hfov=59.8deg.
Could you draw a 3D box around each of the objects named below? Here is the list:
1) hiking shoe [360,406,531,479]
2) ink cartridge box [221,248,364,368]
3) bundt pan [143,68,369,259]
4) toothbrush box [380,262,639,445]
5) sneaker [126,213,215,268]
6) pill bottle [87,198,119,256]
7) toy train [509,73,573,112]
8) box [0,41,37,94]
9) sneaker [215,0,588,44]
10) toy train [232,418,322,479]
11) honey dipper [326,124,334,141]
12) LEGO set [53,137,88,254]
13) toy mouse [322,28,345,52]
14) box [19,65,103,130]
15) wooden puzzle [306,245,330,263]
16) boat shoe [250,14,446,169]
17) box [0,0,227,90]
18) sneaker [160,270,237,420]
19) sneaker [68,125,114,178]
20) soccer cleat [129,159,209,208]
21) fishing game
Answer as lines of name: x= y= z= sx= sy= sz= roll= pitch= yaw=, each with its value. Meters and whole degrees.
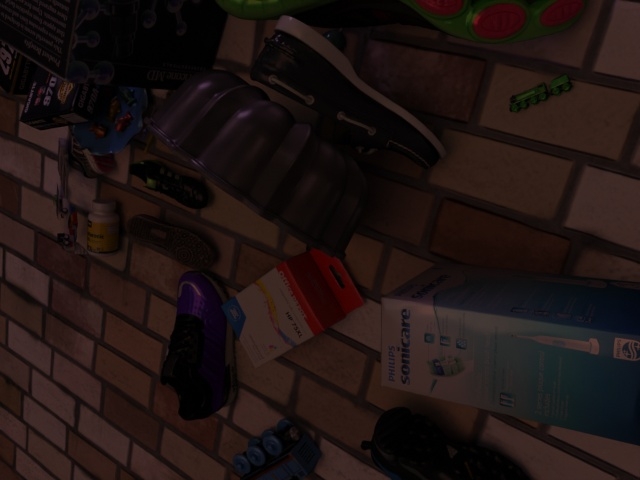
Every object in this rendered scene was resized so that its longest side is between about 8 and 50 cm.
hiking shoe: x=0.213 y=0.375 z=0.868 sx=0.304 sy=0.113 sz=0.132 roll=34 pitch=146 yaw=14
ink cartridge box: x=-0.052 y=0.112 z=0.965 sx=0.231 sy=0.078 sz=0.134 roll=-36 pitch=82 yaw=34
bundt pan: x=-0.067 y=-0.117 z=0.770 sx=0.331 sy=0.331 sz=0.124 roll=37 pitch=96 yaw=20
toothbrush box: x=0.251 y=0.119 z=0.704 sx=0.296 sy=0.216 sz=0.126 roll=6 pitch=103 yaw=29
sneaker: x=-0.284 y=-0.005 z=1.100 sx=0.188 sy=0.071 sz=0.066 roll=27 pitch=100 yaw=5
pill bottle: x=-0.468 y=-0.029 z=1.200 sx=0.065 sy=0.065 sz=0.116 roll=17 pitch=108 yaw=27
toy train: x=0.288 y=-0.193 z=0.732 sx=0.083 sy=0.017 sz=0.023 roll=-19 pitch=81 yaw=33
box: x=-0.681 y=-0.523 z=1.216 sx=0.257 sy=0.079 sz=0.322 roll=41 pitch=118 yaw=16
sneaker: x=0.097 y=-0.361 z=0.718 sx=0.483 sy=0.202 sz=0.185 roll=11 pitch=115 yaw=11
toy train: x=-0.088 y=0.419 z=1.059 sx=0.184 sy=0.080 sz=0.105 roll=-41 pitch=84 yaw=31
honey dipper: x=0.001 y=-0.136 z=0.915 sx=0.030 sy=0.030 sz=0.160 roll=33 pitch=112 yaw=21
LEGO set: x=-0.557 y=-0.084 z=1.240 sx=0.182 sy=0.060 sz=0.244 roll=45 pitch=128 yaw=51
toy mouse: x=-0.004 y=-0.334 z=0.870 sx=0.143 sy=0.031 sz=0.161 roll=0 pitch=100 yaw=31
box: x=-0.497 y=-0.334 z=1.106 sx=0.175 sy=0.051 sz=0.220 roll=1 pitch=73 yaw=32
wooden puzzle: x=0.000 y=0.000 z=0.955 sx=0.049 sy=0.006 sz=0.083 roll=19 pitch=110 yaw=27
boat shoe: x=0.042 y=-0.170 z=0.747 sx=0.302 sy=0.114 sz=0.091 roll=32 pitch=96 yaw=-24
box: x=-0.299 y=-0.461 z=0.867 sx=0.212 sy=0.293 sz=0.395 roll=33 pitch=116 yaw=22
sneaker: x=-0.243 y=0.209 z=1.065 sx=0.102 sy=0.146 sz=0.293 roll=-3 pitch=99 yaw=32
sneaker: x=-0.506 y=-0.205 z=1.185 sx=0.075 sy=0.063 sz=0.170 roll=-29 pitch=86 yaw=32
soccer cleat: x=-0.293 y=-0.106 z=1.071 sx=0.179 sy=0.072 sz=0.060 roll=28 pitch=114 yaw=23
fishing game: x=-0.426 y=-0.258 z=1.099 sx=0.264 sy=0.041 sz=0.189 roll=24 pitch=87 yaw=22
